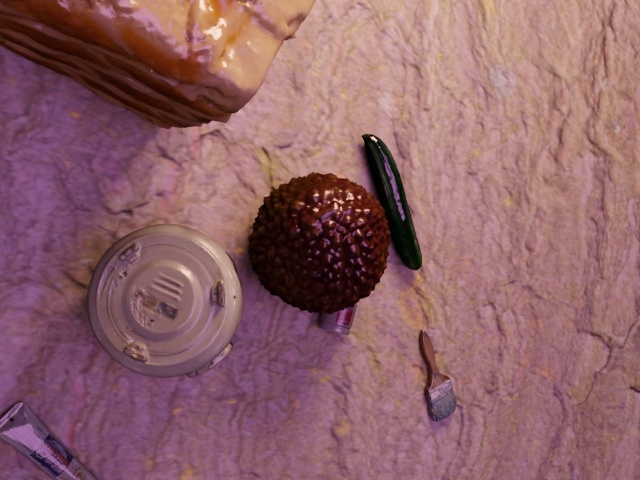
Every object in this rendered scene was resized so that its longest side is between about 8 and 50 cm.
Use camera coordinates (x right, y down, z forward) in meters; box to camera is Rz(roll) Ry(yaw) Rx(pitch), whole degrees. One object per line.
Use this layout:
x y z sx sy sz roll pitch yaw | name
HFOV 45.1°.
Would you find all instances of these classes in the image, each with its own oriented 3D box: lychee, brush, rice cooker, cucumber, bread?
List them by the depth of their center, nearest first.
-0.240 -0.331 0.986 0.389 0.371 0.280 26 83 -31 | bread
-0.219 0.093 1.125 0.225 0.244 0.226 1 86 -8 | rice cooker
0.000 0.000 1.245 0.235 0.271 0.236 1 65 -1 | lychee
0.138 -0.068 1.424 0.056 0.056 0.285 -29 110 -25 | cucumber
0.226 0.266 1.537 0.070 0.021 0.197 -24 105 -26 | brush

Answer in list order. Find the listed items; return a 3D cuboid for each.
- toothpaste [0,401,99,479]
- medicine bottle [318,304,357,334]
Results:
-0.396 0.338 1.167 0.060 0.038 0.233 -47 113 -22 | toothpaste
0.035 0.119 1.382 0.058 0.058 0.091 17 87 -31 | medicine bottle
